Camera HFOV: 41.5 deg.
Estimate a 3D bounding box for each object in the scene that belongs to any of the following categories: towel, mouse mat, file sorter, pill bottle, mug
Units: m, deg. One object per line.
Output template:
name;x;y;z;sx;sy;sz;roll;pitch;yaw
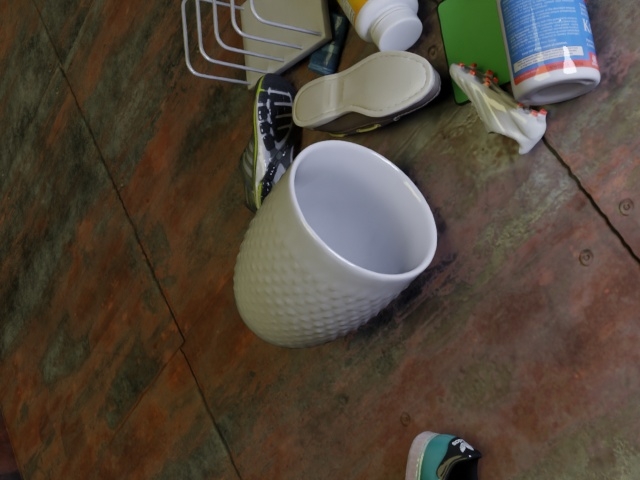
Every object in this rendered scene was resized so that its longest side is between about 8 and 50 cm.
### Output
towel;0.014;-0.378;1.620;0.067;0.029;0.119;30;111;42
mouse mat;0.261;-0.330;1.372;0.153;0.007;0.189;-19;75;46
file sorter;-0.136;-0.442;1.654;0.278;0.173;0.192;-21;72;52
pill bottle;0.092;-0.428;1.472;0.117;0.117;0.215;-48;57;35
pill bottle;0.322;-0.318;1.219;0.124;0.124;0.221;-17;78;46
mug;0.000;0.000;1.490;0.328;0.276;0.374;-50;25;43

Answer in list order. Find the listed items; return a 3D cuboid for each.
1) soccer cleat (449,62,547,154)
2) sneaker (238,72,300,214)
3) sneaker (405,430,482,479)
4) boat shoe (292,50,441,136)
soccer cleat;0.265;-0.210;1.318;0.196;0.068;0.076;45;127;31
sneaker;-0.116;-0.187;1.705;0.121;0.111;0.299;4;91;51
sneaker;0.201;0.465;1.351;0.121;0.108;0.302;-1;88;51
boat shoe;0.090;-0.250;1.489;0.324;0.097;0.116;-8;73;46
